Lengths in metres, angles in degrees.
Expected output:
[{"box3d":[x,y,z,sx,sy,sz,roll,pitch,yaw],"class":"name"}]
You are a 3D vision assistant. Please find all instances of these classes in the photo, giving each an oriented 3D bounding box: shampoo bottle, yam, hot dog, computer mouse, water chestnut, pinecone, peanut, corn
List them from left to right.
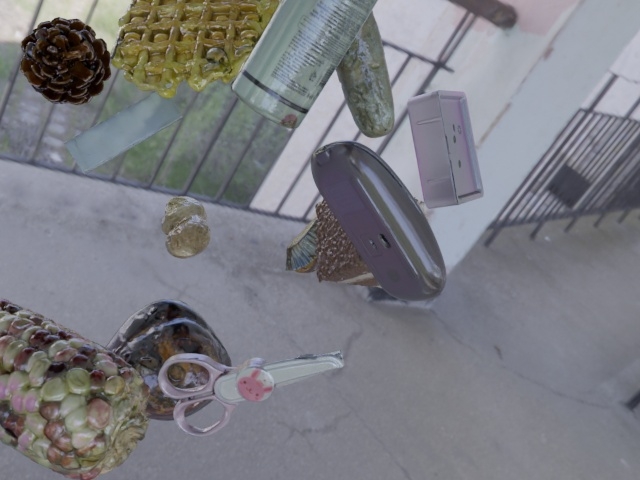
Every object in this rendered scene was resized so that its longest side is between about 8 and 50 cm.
[{"box3d":[-0.247,0.078,0.532,0.281,0.092,0.092,27,25,14],"class":"corn"},{"box3d":[-0.463,-0.326,1.325,0.174,0.173,0.173,26,27,-14],"class":"pinecone"},{"box3d":[-0.343,0.279,1.615,0.289,0.244,0.289,-2,39,1],"class":"water chestnut"},{"box3d":[-0.292,-0.025,1.588,0.104,0.085,0.228,-2,28,-16],"class":"peanut"},{"box3d":[0.000,0.000,1.405,0.082,0.162,0.270,45,4,-3],"class":"hot dog"},{"box3d":[0.009,-0.243,0.740,0.085,0.262,0.085,31,16,-10],"class":"shampoo bottle"},{"box3d":[0.093,-0.396,1.694,0.133,0.133,0.330,-49,125,-63],"class":"yam"},{"box3d":[0.074,-0.024,0.901,0.057,0.120,0.232,-42,105,-32],"class":"computer mouse"}]

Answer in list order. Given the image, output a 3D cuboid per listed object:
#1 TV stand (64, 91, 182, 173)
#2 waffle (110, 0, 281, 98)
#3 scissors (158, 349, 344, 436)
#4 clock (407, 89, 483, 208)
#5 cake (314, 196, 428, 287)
[{"box3d":[-0.467,-0.263,1.752,0.088,0.270,0.083,60,-6,-10],"class":"TV stand"},{"box3d":[-0.189,-0.321,1.080,0.281,0.060,0.262,-38,60,-20],"class":"waffle"},{"box3d":[-0.086,0.182,0.941,0.030,0.242,0.118,-77,151,-71],"class":"scissors"},{"box3d":[0.222,-0.161,1.292,0.150,0.063,0.197,-17,97,-59],"class":"clock"},{"box3d":[0.080,-0.001,1.090,0.147,0.135,0.135,11,72,-28],"class":"cake"}]
